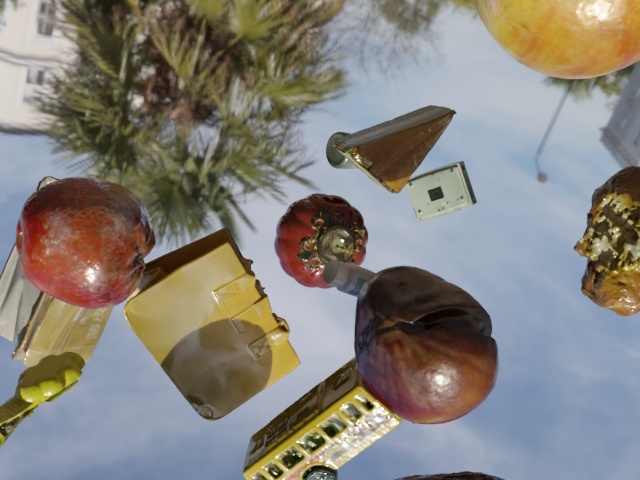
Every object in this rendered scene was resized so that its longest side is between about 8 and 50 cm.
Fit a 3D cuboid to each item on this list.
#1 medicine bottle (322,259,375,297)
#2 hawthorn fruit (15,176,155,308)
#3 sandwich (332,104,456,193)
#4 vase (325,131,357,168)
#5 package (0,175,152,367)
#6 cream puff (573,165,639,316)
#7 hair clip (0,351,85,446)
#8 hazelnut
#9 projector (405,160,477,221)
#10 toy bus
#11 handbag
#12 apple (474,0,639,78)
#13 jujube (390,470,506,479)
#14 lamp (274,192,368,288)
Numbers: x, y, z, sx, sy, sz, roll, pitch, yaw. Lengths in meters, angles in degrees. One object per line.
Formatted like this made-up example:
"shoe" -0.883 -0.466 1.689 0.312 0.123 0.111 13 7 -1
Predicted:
"medicine bottle" 0.051 0.066 1.352 0.089 0.052 0.052 21 -161 -32
"hawthorn fruit" -0.298 0.000 0.998 0.172 0.173 0.173 16 -156 -7
"sandwich" 0.115 -0.172 1.237 0.113 0.163 0.079 36 -178 -28
"vase" 0.119 -0.210 1.906 0.214 0.086 0.086 0 -150 -39
"package" -0.440 0.074 1.425 0.221 0.311 0.165 23 -174 -34
"cream puff" 0.552 0.013 1.414 0.154 0.241 0.269 2 -136 43
"hair clip" -0.381 0.202 1.034 0.072 0.046 0.173 16 -138 35
"hazelnut" 0.117 0.122 0.968 0.178 0.178 0.204 5 -128 -29
"projector" 0.288 -0.116 1.917 0.147 0.115 0.061 -17 -175 27
"toy bus" 0.030 0.282 1.239 0.123 0.335 0.121 44 -159 -13
"handbag" -0.232 0.187 1.756 0.283 0.401 0.133 -27 -147 -1
"apple" 0.324 -0.339 0.964 0.286 0.286 0.233 20 178 1
"jujube" 0.282 0.619 1.681 0.376 0.258 0.258 0 -155 1
"lamp" 0.000 0.000 1.857 0.226 0.227 0.227 16 -156 -7
